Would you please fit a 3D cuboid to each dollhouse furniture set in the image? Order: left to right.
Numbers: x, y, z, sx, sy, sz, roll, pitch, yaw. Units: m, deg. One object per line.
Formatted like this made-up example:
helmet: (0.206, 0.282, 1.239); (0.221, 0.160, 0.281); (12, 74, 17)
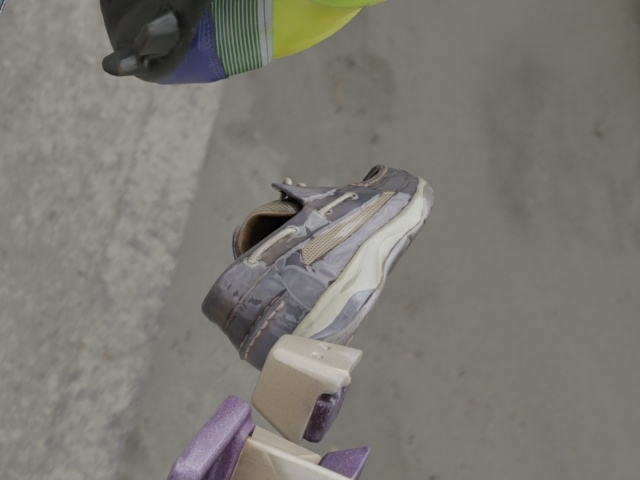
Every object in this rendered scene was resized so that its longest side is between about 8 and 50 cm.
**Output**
dollhouse furniture set: (-0.001, 0.098, 0.407); (0.081, 0.114, 0.091); (24, 21, 7)

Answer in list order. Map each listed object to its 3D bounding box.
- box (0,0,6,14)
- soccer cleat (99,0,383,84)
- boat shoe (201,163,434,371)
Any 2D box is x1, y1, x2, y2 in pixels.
box: (-0.240, -0.083, 0.608); (0.207, 0.153, 0.108); (27, 63, -22)
soccer cleat: (0.000, -0.135, 0.729); (0.121, 0.289, 0.093); (-16, 91, -33)
boat shoe: (0.000, 0.000, 1.418); (0.130, 0.132, 0.355); (35, 24, 0)
